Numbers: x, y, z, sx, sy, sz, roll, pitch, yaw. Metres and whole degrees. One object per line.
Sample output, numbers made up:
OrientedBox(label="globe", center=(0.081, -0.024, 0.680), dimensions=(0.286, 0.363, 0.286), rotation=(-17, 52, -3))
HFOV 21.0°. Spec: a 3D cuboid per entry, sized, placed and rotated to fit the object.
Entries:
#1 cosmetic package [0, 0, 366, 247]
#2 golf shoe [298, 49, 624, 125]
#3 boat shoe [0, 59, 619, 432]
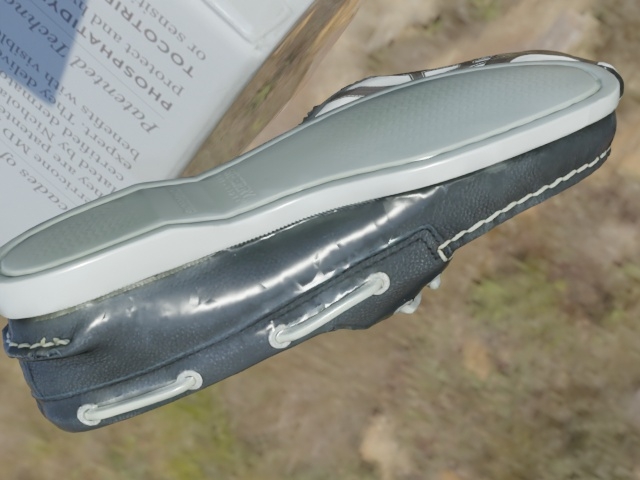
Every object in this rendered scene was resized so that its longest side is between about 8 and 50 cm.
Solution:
OrientedBox(label="cosmetic package", center=(-0.138, -0.224, 1.181), dimensions=(0.329, 0.327, 0.394), rotation=(-49, 1, -34))
OrientedBox(label="golf shoe", center=(0.072, -0.062, 0.909), dimensions=(0.198, 0.077, 0.094), rotation=(-25, 9, -29))
OrientedBox(label="boat shoe", center=(0.000, 0.000, 0.799), dimensions=(0.302, 0.091, 0.114), rotation=(-18, 22, 1))
